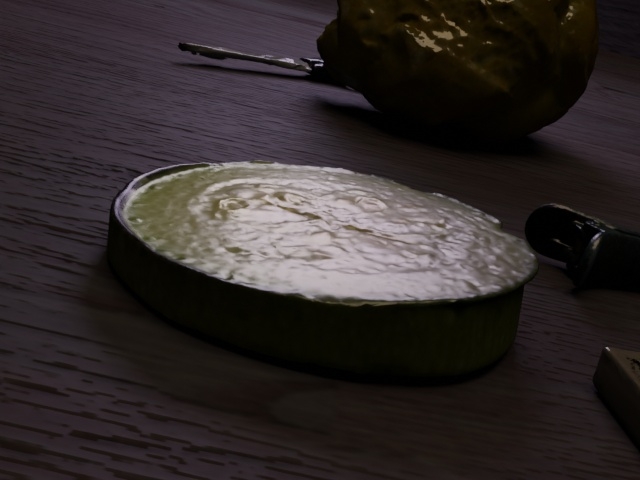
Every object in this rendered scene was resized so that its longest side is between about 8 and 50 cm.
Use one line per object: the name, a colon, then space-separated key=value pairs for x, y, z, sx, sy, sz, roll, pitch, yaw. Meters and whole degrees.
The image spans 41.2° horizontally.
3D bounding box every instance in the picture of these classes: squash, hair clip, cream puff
squash: x=-0.001 y=0.005 z=0.450 sx=0.219 sy=0.041 sz=0.219 roll=8 pitch=19 yaw=-3
hair clip: x=0.251 y=0.020 z=0.581 sx=0.229 sy=0.039 sz=0.070 roll=11 pitch=20 yaw=-23
cream puff: x=0.172 y=-0.252 z=0.895 sx=0.274 sy=0.270 sz=0.323 roll=33 pitch=31 yaw=21

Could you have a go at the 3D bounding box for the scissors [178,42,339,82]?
scissors: x=-0.028 y=-0.203 z=0.990 sx=0.300 sy=0.022 sz=0.109 roll=0 pitch=24 yaw=-35

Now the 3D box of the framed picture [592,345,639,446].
framed picture: x=0.305 y=0.133 z=0.327 sx=0.335 sy=0.022 sz=0.247 roll=10 pitch=21 yaw=-11
